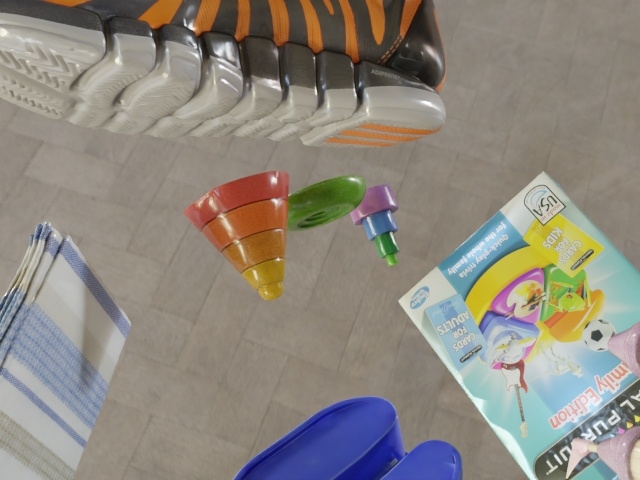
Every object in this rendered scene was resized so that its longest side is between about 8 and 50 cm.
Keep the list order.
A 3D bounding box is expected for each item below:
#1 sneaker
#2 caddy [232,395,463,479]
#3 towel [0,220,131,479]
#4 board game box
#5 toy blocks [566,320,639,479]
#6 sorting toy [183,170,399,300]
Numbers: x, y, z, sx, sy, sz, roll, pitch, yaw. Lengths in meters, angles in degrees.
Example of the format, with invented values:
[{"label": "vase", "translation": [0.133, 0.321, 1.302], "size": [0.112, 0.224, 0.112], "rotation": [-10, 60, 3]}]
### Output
[{"label": "sneaker", "translation": [-0.061, -0.159, 0.483], "size": [0.321, 0.124, 0.180], "rotation": [1, 84, -37]}, {"label": "caddy", "translation": [0.034, 0.361, 0.992], "size": [0.341, 0.179, 0.241], "rotation": [-29, 41, -32]}, {"label": "towel", "translation": [-0.268, 0.150, 0.742], "size": [0.034, 0.209, 0.285], "rotation": [6, 58, 15]}, {"label": "board game box", "translation": [0.292, 0.123, 0.965], "size": [0.254, 0.079, 0.336], "rotation": [-44, 61, 16]}, {"label": "toy blocks", "translation": [0.307, 0.066, 0.585], "size": [0.309, 0.260, 0.288], "rotation": [28, 78, -23]}, {"label": "sorting toy", "translation": [0.000, 0.000, 0.945], "size": [0.365, 0.127, 0.126], "rotation": [-3, 70, -55]}]
